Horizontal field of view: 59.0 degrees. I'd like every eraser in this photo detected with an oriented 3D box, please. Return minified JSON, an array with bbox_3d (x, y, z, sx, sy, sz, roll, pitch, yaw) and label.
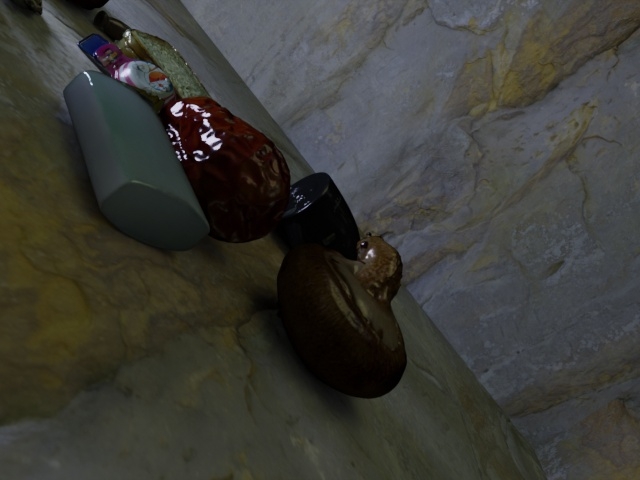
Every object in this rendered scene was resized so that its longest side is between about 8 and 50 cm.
[{"bbox_3d":[-0.295,-0.131,0.905,0.290,0.104,0.189,59,9,34],"label":"eraser"}]

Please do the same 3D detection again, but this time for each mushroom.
[{"bbox_3d":[0.061,0.124,1.127,0.345,0.259,0.345,49,10,-12],"label":"mushroom"}]

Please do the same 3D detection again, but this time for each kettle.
[{"bbox_3d":[0.000,0.000,1.585,0.290,0.207,0.268,56,36,-25],"label":"kettle"}]

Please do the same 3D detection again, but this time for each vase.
[{"bbox_3d":[-0.533,-0.549,1.465,0.053,0.053,0.100,57,16,27],"label":"vase"}]

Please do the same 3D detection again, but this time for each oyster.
[{"bbox_3d":[-0.566,-0.474,1.071,0.108,0.053,0.166,57,-2,-37],"label":"oyster"}]

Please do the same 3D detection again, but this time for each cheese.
[{"bbox_3d":[-0.418,-0.369,1.258,0.244,0.062,0.155,39,40,-13],"label":"cheese"}]

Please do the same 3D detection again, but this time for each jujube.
[{"bbox_3d":[-0.199,-0.152,1.077,0.342,0.216,0.216,49,7,36],"label":"jujube"}]

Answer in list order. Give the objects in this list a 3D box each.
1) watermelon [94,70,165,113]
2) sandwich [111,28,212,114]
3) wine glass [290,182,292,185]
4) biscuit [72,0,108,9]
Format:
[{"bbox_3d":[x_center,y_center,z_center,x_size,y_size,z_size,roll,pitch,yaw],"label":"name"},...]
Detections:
[{"bbox_3d":[-0.380,-0.260,1.038,0.075,0.092,0.181,40,15,17],"label":"watermelon"},{"bbox_3d":[-0.379,-0.390,1.459,0.301,0.099,0.271,53,16,-1],"label":"sandwich"},{"bbox_3d":[-0.101,-0.132,1.857,0.155,0.073,0.073,57,11,13],"label":"wine glass"},{"bbox_3d":[-0.678,-0.726,1.353,0.407,0.091,0.407,47,9,-10],"label":"biscuit"}]
